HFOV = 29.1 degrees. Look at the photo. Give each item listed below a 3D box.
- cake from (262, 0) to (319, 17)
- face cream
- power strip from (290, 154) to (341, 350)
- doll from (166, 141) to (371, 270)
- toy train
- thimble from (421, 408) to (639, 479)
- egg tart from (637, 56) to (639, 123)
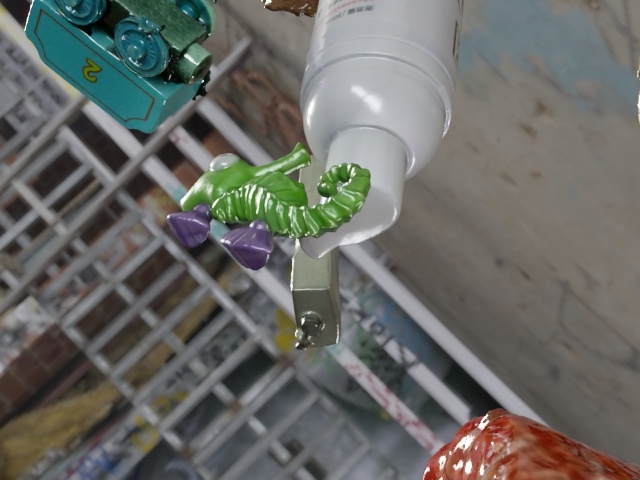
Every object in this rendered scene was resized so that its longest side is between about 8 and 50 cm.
[{"bbox_3d":[-0.010,-0.385,1.658,0.134,0.135,0.147,-119,37,-55],"label":"cake"},{"bbox_3d":[0.055,-0.139,1.144,0.145,0.370,0.145,5,141,4],"label":"face cream"},{"bbox_3d":[-0.003,0.000,1.338,0.286,0.048,0.080,-89,-5,-52],"label":"power strip"},{"bbox_3d":[-0.036,-0.031,0.897,0.190,0.115,0.050,16,148,52],"label":"doll"},{"bbox_3d":[-0.207,-0.218,1.293,0.203,0.112,0.163,40,138,6],"label":"toy train"},{"bbox_3d":[0.129,0.281,0.678,0.230,0.350,0.350,23,167,-2],"label":"thimble"},{"bbox_3d":[0.463,-0.133,1.199,0.345,0.345,0.132,46,174,2],"label":"egg tart"}]
